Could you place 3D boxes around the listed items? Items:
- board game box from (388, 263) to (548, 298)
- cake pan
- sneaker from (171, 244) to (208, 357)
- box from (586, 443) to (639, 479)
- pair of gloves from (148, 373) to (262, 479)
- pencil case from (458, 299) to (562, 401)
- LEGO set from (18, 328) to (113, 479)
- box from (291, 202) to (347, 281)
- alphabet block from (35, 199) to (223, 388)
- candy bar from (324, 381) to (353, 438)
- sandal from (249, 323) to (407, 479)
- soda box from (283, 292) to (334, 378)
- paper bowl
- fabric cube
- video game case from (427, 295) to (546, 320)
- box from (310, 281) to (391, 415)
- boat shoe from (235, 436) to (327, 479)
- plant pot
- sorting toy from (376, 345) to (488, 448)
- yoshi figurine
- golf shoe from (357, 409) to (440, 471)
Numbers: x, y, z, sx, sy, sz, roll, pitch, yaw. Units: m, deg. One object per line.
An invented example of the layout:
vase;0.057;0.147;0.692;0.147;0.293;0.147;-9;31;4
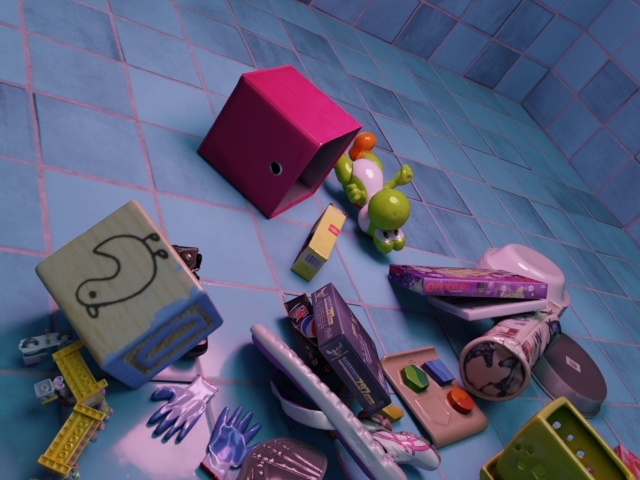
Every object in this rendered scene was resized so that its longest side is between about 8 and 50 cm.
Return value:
board game box;0.372;0.104;1.797;0.347;0.056;0.208;4;11;-19
cake pan;0.690;0.359;1.982;0.293;0.054;0.293;26;33;-19
sneaker;-0.256;0.096;1.278;0.087;0.130;0.227;0;49;-43
box;0.694;0.609;1.588;0.128;0.122;0.257;36;31;-5
pair of gloves;-0.189;0.304;1.174;0.198;0.023;0.159;41;31;3
pencil case;0.476;0.260;1.736;0.160;0.183;0.410;32;23;21
LEGO set;-0.359;0.265;1.012;0.132;0.107;0.287;-11;52;-8
box;0.000;0.000;1.709;0.058;0.087;0.232;35;30;-5
alphabet block;-0.295;0.090;1.121;0.192;0.193;0.197;-37;72;-14
candy bar;0.041;0.331;1.381;0.040;0.018;0.161;37;30;-2
sandal;-0.015;0.307;1.259;0.416;0.102;0.169;43;-9;28
soda box;-0.018;0.194;1.443;0.060;0.053;0.169;67;-3;-54
paper bowl;0.597;0.118;2.065;0.284;0.148;0.284;22;23;-10
fabric cube;-0.101;-0.256;1.778;0.258;0.254;0.259;43;32;7
video game case;0.422;0.158;1.811;0.227;0.026;0.206;-6;10;-20
box;0.057;0.209;1.399;0.183;0.059;0.232;55;8;-20
boat shoe;-0.089;0.410;1.083;0.118;0.103;0.320;24;22;14
plant pot;0.468;0.478;1.424;0.228;0.207;0.227;53;24;22
sorting toy;0.226;0.338;1.540;0.307;0.041;0.229;0;48;-46
yoshi figurine;0.146;-0.146;1.895;0.203;0.204;0.362;33;30;-60
golf shoe;0.142;0.404;1.353;0.186;0.067;0.086;28;47;-3
